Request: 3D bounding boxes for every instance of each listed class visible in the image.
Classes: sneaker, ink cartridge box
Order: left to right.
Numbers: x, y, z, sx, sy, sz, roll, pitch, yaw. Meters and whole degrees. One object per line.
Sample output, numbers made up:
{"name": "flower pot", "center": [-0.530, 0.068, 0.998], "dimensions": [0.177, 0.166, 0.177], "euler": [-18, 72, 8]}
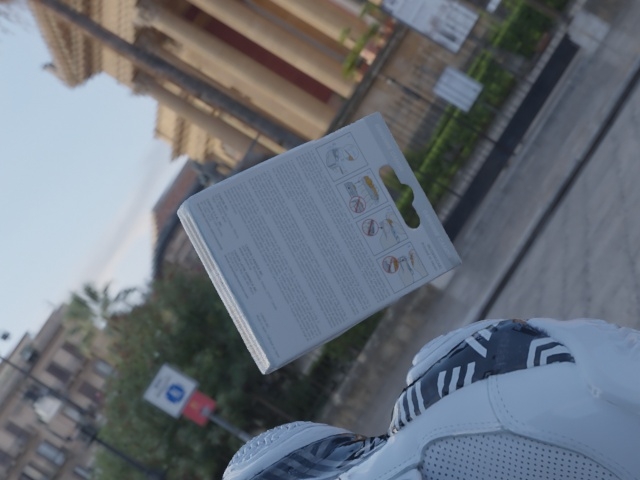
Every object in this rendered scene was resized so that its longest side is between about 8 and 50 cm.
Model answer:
{"name": "ink cartridge box", "center": [0.000, 0.000, 1.097], "dimensions": [0.232, 0.189, 0.066], "euler": [-27, -3, -26]}
{"name": "sneaker", "center": [0.035, 0.177, 0.509], "dimensions": [0.366, 0.137, 0.210], "euler": [-32, 26, 50]}
